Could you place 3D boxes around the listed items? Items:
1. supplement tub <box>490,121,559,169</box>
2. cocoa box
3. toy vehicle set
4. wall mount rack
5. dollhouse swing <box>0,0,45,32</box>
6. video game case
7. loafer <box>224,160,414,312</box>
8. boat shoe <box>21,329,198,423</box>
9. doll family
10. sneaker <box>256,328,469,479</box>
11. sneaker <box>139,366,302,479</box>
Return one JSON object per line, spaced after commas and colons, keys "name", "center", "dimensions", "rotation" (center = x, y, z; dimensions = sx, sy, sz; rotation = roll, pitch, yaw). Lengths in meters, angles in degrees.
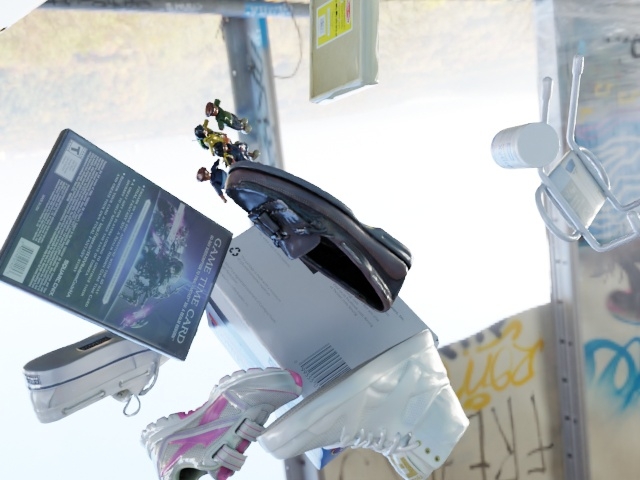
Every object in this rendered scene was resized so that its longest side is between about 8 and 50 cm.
{"name": "supplement tub", "center": [0.313, -0.145, 1.051], "dimensions": [0.071, 0.071, 0.107], "rotation": [-8, -175, -6]}
{"name": "cocoa box", "center": [-0.015, 0.152, 1.139], "dimensions": [0.231, 0.228, 0.347], "rotation": [-31, -117, -24]}
{"name": "toy vehicle set", "center": [0.038, -0.385, 1.183], "dimensions": [0.035, 0.267, 0.166], "rotation": [2, 177, -33]}
{"name": "wall mount rack", "center": [0.469, -0.155, 1.210], "dimensions": [0.130, 0.304, 0.350], "rotation": [-35, -179, 41]}
{"name": "dollhouse swing", "center": [-0.518, -0.359, 0.750], "dimensions": [0.315, 0.305, 0.347], "rotation": [-25, -163, 20]}
{"name": "video game case", "center": [-0.246, 0.015, 0.862], "dimensions": [0.026, 0.196, 0.274], "rotation": [-2, 151, 44]}
{"name": "loafer", "center": [0.000, 0.000, 0.910], "dimensions": [0.302, 0.095, 0.109], "rotation": [29, 156, -26]}
{"name": "boat shoe", "center": [-0.378, 0.256, 1.301], "dimensions": [0.135, 0.157, 0.367], "rotation": [4, -165, 35]}
{"name": "doll family", "center": [-0.167, -0.152, 1.155], "dimensions": [0.076, 0.193, 0.111], "rotation": [-38, 147, 24]}
{"name": "sneaker", "center": [0.073, 0.239, 0.847], "dimensions": [0.292, 0.169, 0.108], "rotation": [-21, 170, -36]}
{"name": "sneaker", "center": [-0.125, 0.264, 0.929], "dimensions": [0.252, 0.111, 0.103], "rotation": [-34, 145, 12]}
